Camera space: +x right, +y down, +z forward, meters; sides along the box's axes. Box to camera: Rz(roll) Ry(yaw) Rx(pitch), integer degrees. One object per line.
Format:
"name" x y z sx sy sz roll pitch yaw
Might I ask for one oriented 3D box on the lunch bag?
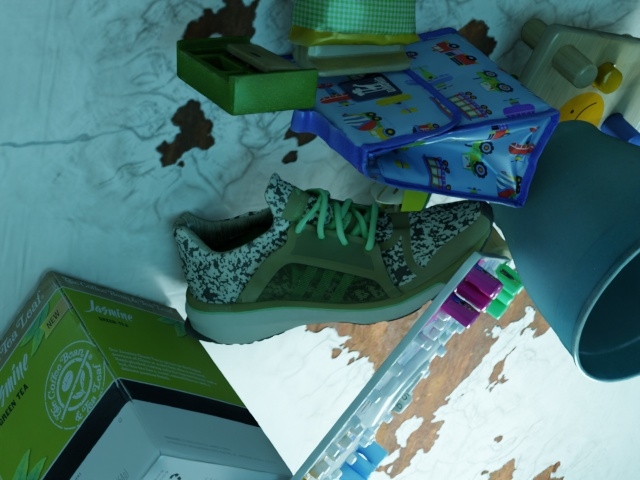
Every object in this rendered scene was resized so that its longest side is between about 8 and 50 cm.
"lunch bag" 0.086 -0.142 1.426 0.293 0.221 0.138 -6 128 -34

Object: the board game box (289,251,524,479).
"board game box" 0.109 0.183 1.517 0.390 0.050 0.390 -52 168 7

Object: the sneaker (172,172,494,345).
"sneaker" 0.000 0.000 1.464 0.410 0.158 0.182 -15 123 12

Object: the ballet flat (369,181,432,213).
"ballet flat" 0.098 -0.043 1.638 0.077 0.077 0.231 2 127 -18

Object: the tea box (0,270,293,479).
"tea box" -0.266 0.274 1.446 0.220 0.323 0.329 22 109 -46

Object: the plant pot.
"plant pot" 0.353 -0.008 1.523 0.271 0.255 0.272 -20 137 -19

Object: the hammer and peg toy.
"hammer and peg toy" 0.325 -0.126 1.691 0.266 0.127 0.361 0 128 -37

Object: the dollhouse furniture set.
"dollhouse furniture set" 0.011 -0.258 1.287 0.301 0.151 0.198 -9 115 -29
